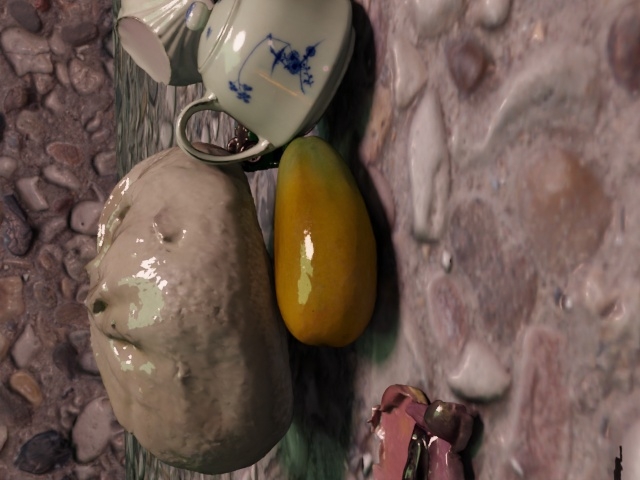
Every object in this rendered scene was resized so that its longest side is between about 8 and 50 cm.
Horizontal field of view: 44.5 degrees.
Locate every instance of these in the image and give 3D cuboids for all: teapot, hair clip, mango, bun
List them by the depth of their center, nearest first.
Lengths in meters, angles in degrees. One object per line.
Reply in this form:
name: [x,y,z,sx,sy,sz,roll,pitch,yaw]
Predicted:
hair clip: [0.071,0.203,0.615,0.146,0.056,0.187,-167,85,-69]
mango: [0.000,0.000,0.707,0.130,0.091,0.195,133,130,-75]
teapot: [-0.060,-0.177,0.733,0.232,0.159,0.159,-67,23,1]
bun: [-0.146,0.069,0.834,0.354,0.194,0.354,170,90,-80]

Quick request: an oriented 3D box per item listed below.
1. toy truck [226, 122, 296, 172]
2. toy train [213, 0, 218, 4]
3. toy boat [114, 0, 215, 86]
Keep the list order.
toy truck: [-0.063,-0.151,0.884,0.065,0.079,0.147,-151,62,-65]
toy train: [-0.159,-0.435,1.123,0.099,0.072,0.188,173,95,-69]
toy boat: [-0.221,-0.302,1.134,0.199,0.100,0.290,47,162,-11]
